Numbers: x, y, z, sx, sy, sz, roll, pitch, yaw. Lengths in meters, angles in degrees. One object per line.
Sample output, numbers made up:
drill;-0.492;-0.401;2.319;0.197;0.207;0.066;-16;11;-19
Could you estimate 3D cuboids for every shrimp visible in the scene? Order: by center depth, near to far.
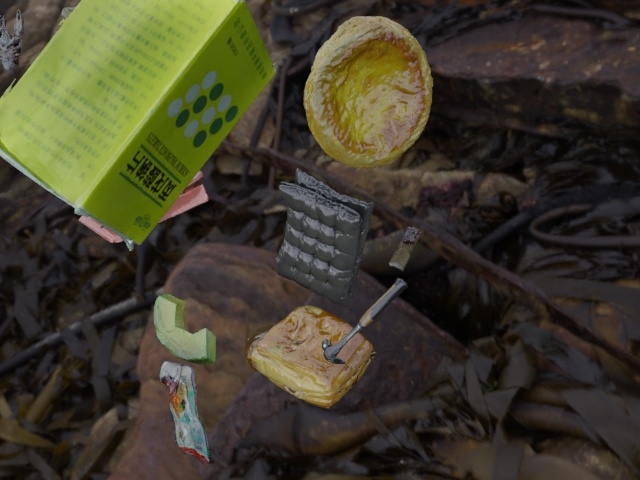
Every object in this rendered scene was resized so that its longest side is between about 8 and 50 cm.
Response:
shrimp;-0.420;-0.265;0.920;0.038;0.029;0.092;3;75;-3

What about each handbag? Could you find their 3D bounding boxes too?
handbag;-0.331;-0.078;1.278;0.213;0.059;0.157;-29;34;-32

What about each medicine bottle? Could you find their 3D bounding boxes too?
medicine bottle;-0.177;-0.136;0.668;0.141;0.137;0.250;34;83;13

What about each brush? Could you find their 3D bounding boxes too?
brush;0.220;0.015;1.776;0.043;0.036;0.248;14;24;14

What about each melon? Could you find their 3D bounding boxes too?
melon;-0.329;0.220;1.644;0.210;0.064;0.118;28;90;25

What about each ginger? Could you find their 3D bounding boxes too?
ginger;-0.132;0.339;2.055;0.173;0.165;0.321;-4;3;-29

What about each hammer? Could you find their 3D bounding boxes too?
hammer;0.079;0.143;1.210;0.201;0.021;0.078;-46;25;11

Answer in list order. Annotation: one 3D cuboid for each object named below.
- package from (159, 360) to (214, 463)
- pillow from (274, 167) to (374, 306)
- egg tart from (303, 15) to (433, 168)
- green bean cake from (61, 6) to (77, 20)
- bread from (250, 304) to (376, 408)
package;-0.306;0.382;1.542;0.040;0.231;0.166;-14;10;-38
pillow;0.000;0.000;1.731;0.228;0.326;0.101;27;45;20
egg tart;0.092;-0.313;1.456;0.319;0.319;0.128;-37;30;-9
green bean cake;-0.319;-0.336;1.203;0.233;0.124;0.236;-3;9;-11
bread;-0.015;0.246;1.528;0.235;0.099;0.210;24;47;30
